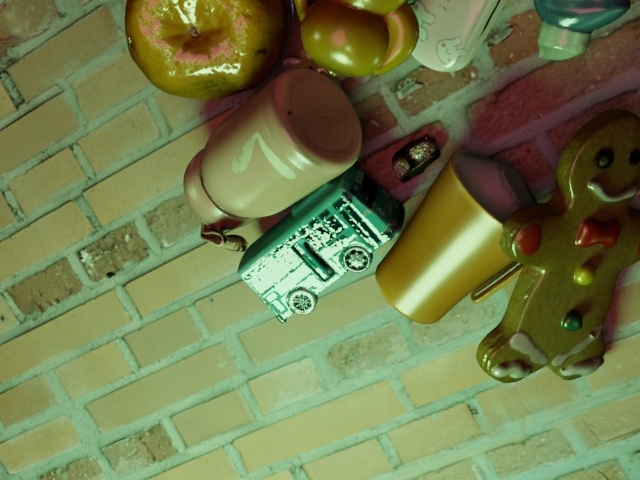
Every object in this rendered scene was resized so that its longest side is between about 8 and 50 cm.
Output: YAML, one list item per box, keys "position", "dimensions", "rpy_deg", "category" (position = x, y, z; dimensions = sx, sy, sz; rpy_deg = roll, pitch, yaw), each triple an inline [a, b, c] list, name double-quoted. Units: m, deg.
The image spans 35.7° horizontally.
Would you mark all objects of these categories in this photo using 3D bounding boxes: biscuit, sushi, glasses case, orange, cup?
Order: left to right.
- position: [-0.177, -0.328, 1.519]
  dimensions: [0.248, 0.183, 0.249]
  rpy_deg: [2, 116, 5]
  category: "orange"
- position: [0.149, -0.132, 1.566]
  dimensions: [0.083, 0.044, 0.046]
  rpy_deg: [-36, 72, 21]
  category: "sushi"
- position: [0.227, 0.007, 1.526]
  dimensions: [0.226, 0.182, 0.264]
  rpy_deg: [24, 123, -25]
  category: "cup"
- position: [0.222, -0.385, 1.434]
  dimensions: [0.113, 0.075, 0.297]
  rpy_deg: [38, 116, 25]
  category: "glasses case"
- position: [0.375, 0.023, 1.430]
  dimensions: [0.064, 0.283, 0.432]
  rpy_deg: [43, 124, 50]
  category: "biscuit"

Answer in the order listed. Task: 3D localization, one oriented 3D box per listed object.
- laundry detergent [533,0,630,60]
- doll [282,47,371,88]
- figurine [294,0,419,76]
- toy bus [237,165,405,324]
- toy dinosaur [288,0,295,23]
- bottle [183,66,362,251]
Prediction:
- position: [0.377, -0.391, 1.389]
  dimensions: [0.143, 0.094, 0.290]
  rpy_deg: [19, 114, 17]
  category: "laundry detergent"
- position: [0.006, -0.261, 1.552]
  dimensions: [0.162, 0.062, 0.106]
  rpy_deg: [-30, 100, 21]
  category: "doll"
- position: [0.059, -0.359, 1.416]
  dimensions: [0.215, 0.215, 0.228]
  rpy_deg: [26, 126, 8]
  category: "figurine"
- position: [0.000, 0.000, 1.588]
  dimensions: [0.256, 0.128, 0.147]
  rpy_deg: [-39, 103, 23]
  category: "toy bus"
- position: [-0.003, -0.500, 1.478]
  dimensions: [0.144, 0.076, 0.329]
  rpy_deg: [36, 104, -7]
  category: "toy dinosaur"
- position: [-0.089, -0.112, 1.530]
  dimensions: [0.296, 0.173, 0.207]
  rpy_deg: [-29, 56, 42]
  category: "bottle"
